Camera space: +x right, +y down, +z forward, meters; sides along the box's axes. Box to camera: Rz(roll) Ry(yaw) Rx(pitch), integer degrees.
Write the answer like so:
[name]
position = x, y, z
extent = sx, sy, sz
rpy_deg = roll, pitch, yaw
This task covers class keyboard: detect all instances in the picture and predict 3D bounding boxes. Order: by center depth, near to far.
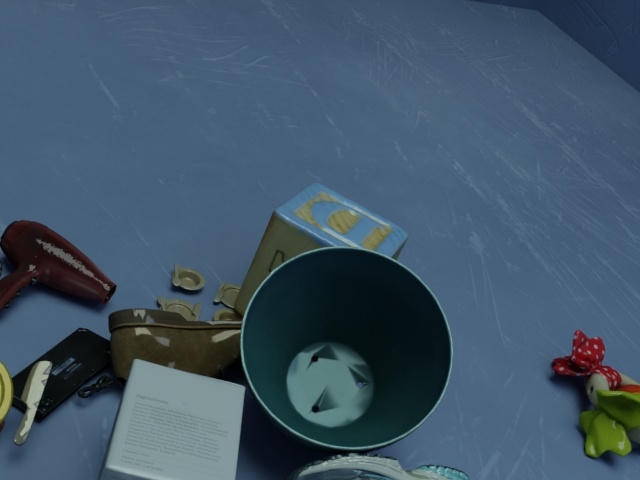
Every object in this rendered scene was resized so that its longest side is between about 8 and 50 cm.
[keyboard]
position = -0.346, 0.190, 1.289
extent = 0.108, 0.023, 0.180
rpy_deg = 25, 33, 15

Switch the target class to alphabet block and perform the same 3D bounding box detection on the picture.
[alphabet block]
position = 0.003, 0.049, 1.518
extent = 0.193, 0.197, 0.192
rpy_deg = 30, 26, 11

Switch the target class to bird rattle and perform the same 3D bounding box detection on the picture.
[bird rattle]
position = 0.516, 0.284, 1.619
extent = 0.207, 0.143, 0.253
rpy_deg = 27, 18, -15

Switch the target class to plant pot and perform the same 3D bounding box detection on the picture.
[plant pot]
position = 0.026, 0.179, 1.328
extent = 0.290, 0.195, 0.290
rpy_deg = 3, 64, -6

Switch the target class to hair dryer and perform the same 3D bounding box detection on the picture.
[hair dryer]
position = -0.455, 0.065, 1.381
extent = 0.294, 0.080, 0.223
rpy_deg = 0, 55, -22

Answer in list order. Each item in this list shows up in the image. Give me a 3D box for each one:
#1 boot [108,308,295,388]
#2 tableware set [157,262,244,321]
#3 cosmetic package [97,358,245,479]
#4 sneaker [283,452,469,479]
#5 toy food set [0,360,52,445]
[boot]
position = -0.169, 0.175, 1.375
extent = 0.305, 0.112, 0.115
rpy_deg = 7, 67, -32
[tableware set]
position = -0.183, 0.101, 1.513
extent = 0.169, 0.020, 0.141
rpy_deg = 14, 34, -12
[cosmetic package]
position = -0.190, 0.274, 1.141
extent = 0.151, 0.151, 0.183
rpy_deg = 16, 35, -10
[sneaker]
position = 0.084, 0.355, 1.219
extent = 0.283, 0.110, 0.122
rpy_deg = 13, 60, -24
[toy food set]
position = -0.463, 0.204, 1.168
extent = 0.218, 0.071, 0.128
rpy_deg = 11, 59, -14
